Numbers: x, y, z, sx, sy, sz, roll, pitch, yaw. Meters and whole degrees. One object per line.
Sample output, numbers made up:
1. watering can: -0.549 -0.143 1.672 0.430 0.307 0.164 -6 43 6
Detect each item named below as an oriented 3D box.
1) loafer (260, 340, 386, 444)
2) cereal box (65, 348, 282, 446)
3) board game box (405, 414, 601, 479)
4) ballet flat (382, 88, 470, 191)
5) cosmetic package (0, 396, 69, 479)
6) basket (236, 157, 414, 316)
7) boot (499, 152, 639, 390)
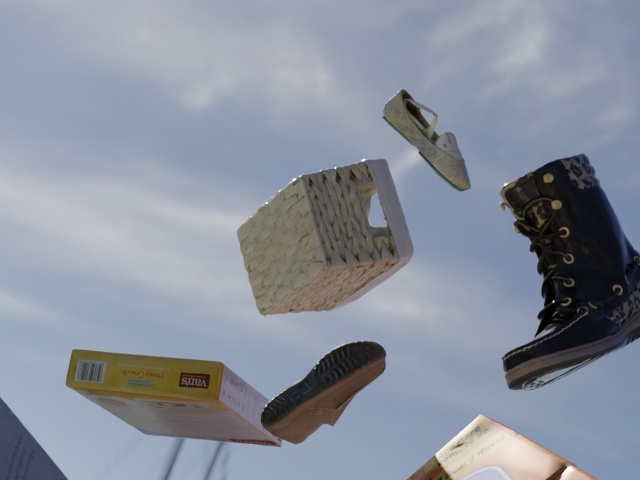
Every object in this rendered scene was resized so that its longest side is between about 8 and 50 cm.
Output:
1. loafer: 0.008 0.156 1.774 0.050 0.148 0.056 53 7 -34
2. cereal box: -0.151 0.174 1.877 0.173 0.047 0.240 4 -17 16
3. board game box: 0.174 0.430 1.463 0.356 0.356 0.356 54 -11 -19
4. ballet flat: 0.145 -0.135 2.264 0.168 0.052 0.057 46 23 22
5. cosmetic package: -0.360 0.136 1.269 0.385 0.156 0.217 53 14 -14
6. basket: 0.000 0.000 1.733 0.103 0.113 0.167 -7 -17 -32
7. boot: 0.340 0.041 2.483 0.138 0.377 0.284 -34 -99 48
